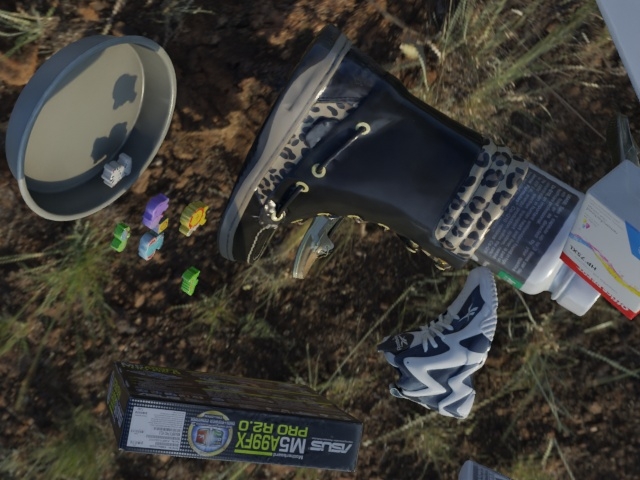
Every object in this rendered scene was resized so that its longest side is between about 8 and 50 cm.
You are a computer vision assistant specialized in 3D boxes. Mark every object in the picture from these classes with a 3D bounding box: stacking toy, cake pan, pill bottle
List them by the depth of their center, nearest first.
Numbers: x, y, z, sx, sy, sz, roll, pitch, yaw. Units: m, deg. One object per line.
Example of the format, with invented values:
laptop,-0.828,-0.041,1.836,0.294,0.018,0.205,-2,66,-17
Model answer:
cake pan,-0.325,-0.165,1.126,0.054,0.293,0.293,34,113,18
stacking toy,-0.267,-0.017,1.258,0.167,0.052,0.221,32,139,13
pill bottle,0.355,-0.033,1.421,0.361,0.204,0.204,33,112,13

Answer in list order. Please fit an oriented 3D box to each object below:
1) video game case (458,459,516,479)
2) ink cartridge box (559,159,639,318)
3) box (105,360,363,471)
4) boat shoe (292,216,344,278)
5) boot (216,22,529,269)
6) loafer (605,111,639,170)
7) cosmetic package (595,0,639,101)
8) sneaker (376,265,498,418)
video game case,0.179,0.253,0.572,0.173,0.190,0.022,23,112,3
ink cartridge box,0.407,0.014,1.062,0.078,0.231,0.134,-37,64,-15
box,-0.112,0.208,0.952,0.269,0.216,0.060,11,88,-20
boat shoe,0.000,0.000,1.200,0.045,0.050,0.135,24,83,11
boot,0.046,-0.049,0.968,0.284,0.138,0.377,28,133,-4
loafer,0.616,-0.187,1.602,0.050,0.056,0.148,-3,86,-8
cosmetic package,0.409,-0.165,0.417,0.453,0.161,0.230,-17,106,42
sneaker,0.165,0.142,1.168,0.152,0.094,0.235,10,112,-2
